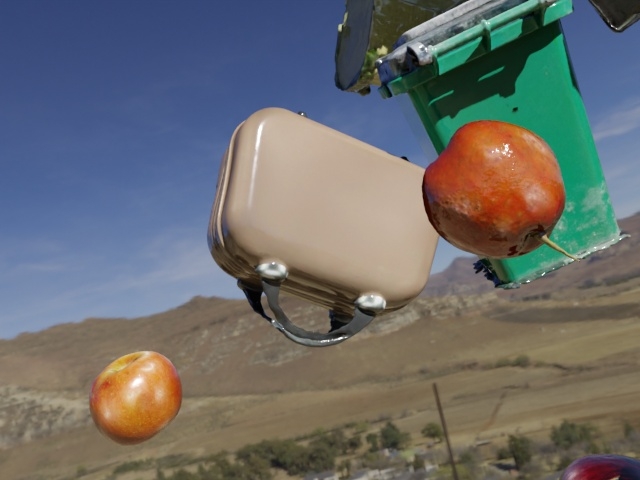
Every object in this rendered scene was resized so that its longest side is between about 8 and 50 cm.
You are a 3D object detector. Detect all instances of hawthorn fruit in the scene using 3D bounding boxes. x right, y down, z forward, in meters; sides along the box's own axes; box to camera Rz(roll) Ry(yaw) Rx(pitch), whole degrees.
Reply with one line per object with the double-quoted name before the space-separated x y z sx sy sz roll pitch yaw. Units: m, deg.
"hawthorn fruit" 0.149 -0.036 0.554 0.125 0.140 0.125 -1 -25 -1

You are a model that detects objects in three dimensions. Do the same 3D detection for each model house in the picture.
"model house" 0.193 -0.475 1.460 0.266 0.321 0.261 7 -4 -12

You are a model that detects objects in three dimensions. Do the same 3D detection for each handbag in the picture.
"handbag" 0.000 0.000 0.831 0.302 0.283 0.149 20 -24 -20

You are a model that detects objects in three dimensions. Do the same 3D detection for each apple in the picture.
"apple" -0.311 0.269 1.085 0.163 0.139 0.163 -19 11 4

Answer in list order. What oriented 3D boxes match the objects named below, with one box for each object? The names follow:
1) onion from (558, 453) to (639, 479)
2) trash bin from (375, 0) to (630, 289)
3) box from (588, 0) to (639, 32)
"onion" 0.498 0.415 0.952 0.285 0.273 0.273 -54 -18 12
"trash bin" 0.262 -0.147 0.908 0.259 0.381 0.295 -26 10 6
"box" 0.485 -0.529 1.048 0.204 0.251 0.345 -41 9 34
